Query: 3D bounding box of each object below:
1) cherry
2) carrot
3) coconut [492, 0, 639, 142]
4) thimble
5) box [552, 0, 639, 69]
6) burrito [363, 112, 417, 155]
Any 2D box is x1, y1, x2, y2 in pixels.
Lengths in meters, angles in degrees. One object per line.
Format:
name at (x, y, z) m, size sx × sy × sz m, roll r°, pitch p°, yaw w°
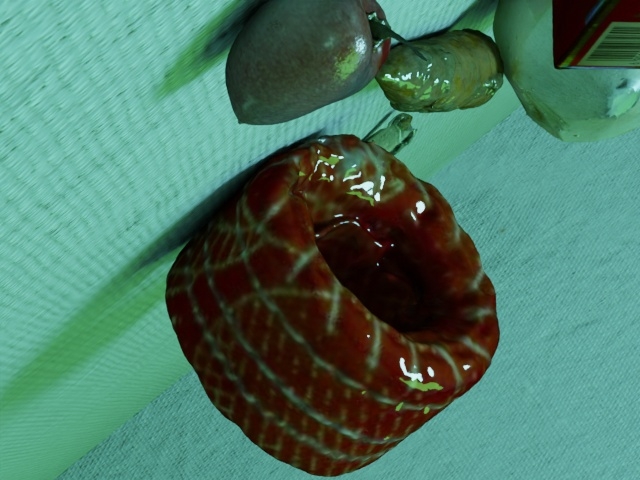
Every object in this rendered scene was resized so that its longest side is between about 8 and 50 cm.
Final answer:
cherry at (-0.007, -0.133, 0.820) m, size 0.126 × 0.087 × 0.106 m, roll -20°, pitch 180°, yaw -5°
carrot at (0.118, -0.185, 1.327) m, size 0.102 × 0.102 × 0.263 m, roll -41°, pitch 168°, yaw 26°
coconut at (0.317, -0.228, 1.425) m, size 0.241 × 0.241 × 0.241 m, roll -39°, pitch 175°, yaw -4°
thimble at (0.020, 0.070, 1.385) m, size 0.230 × 0.350 × 0.350 m, roll -42°, pitch 174°, yaw 35°
box at (0.216, -0.243, 0.776) m, size 0.089 × 0.197 × 0.313 m, roll 1°, pitch 173°, yaw -1°
burrito at (0.074, -0.124, 1.716) m, size 0.185 × 0.045 × 0.041 m, roll -36°, pitch -175°, yaw 43°
